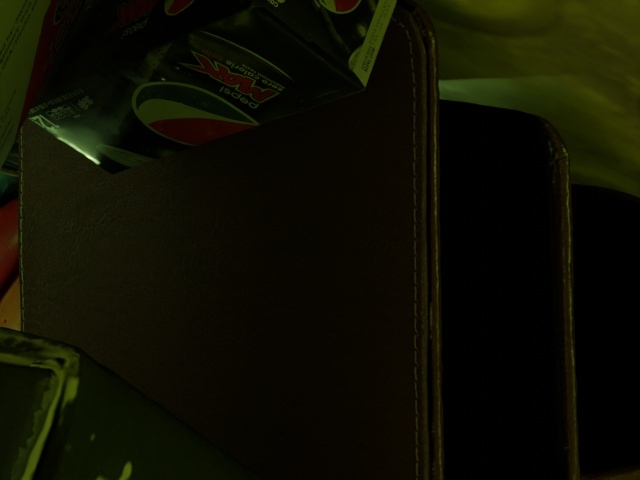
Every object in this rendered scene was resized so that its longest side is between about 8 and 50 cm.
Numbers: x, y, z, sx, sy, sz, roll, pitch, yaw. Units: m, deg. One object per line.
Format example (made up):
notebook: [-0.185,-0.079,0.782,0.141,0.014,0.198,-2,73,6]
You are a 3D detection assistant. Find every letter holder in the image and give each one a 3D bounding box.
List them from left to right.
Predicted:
letter holder: [0.000,0.000,0.757,0.152,0.214,0.302,-5,-175,-38]

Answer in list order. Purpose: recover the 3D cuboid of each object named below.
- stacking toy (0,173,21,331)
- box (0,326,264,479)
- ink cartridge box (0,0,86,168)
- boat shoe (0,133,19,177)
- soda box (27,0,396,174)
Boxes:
stacking toy: [-0.144,0.093,1.124,0.301,0.175,0.166,33,166,4]
box: [-0.228,0.206,0.664,0.471,0.297,0.480,7,161,24]
ink cartridge box: [-0.154,-0.092,0.518,0.114,0.197,0.273,24,165,1]
boat shoe: [-0.175,-0.072,0.907,0.183,0.065,0.083,19,163,-5]
soda box: [-0.046,-0.074,0.633,0.053,0.060,0.169,34,153,-29]
